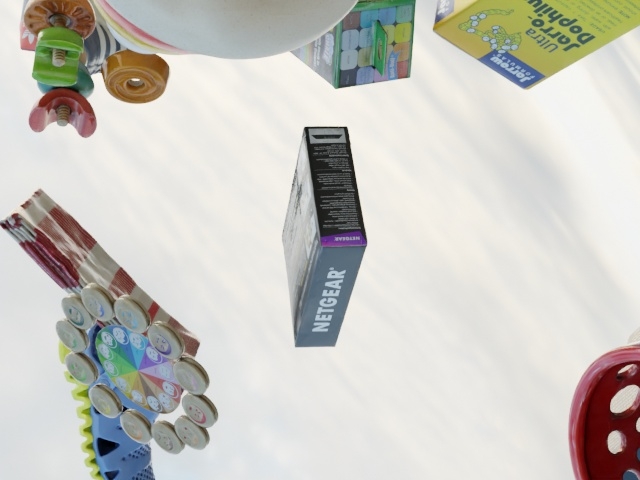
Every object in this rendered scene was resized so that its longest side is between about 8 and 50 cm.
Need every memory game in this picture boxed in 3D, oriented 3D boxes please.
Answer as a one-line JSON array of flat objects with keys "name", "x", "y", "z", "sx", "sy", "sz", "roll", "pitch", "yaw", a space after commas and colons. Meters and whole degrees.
[{"name": "memory game", "x": -0.167, "y": 0.119, "z": 1.101, "sx": 0.186, "sy": 0.186, "sz": 0.012, "roll": 52, "pitch": -132, "yaw": -7}]

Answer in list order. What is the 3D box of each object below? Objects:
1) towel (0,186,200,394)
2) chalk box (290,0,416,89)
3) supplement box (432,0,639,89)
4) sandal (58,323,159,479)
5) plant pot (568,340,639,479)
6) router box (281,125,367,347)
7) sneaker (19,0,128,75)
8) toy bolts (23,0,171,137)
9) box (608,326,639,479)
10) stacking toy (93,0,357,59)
[{"name": "towel", "x": -0.290, "y": 0.062, "z": 1.689, "sx": 0.329, "sy": 0.037, "sz": 0.237, "roll": 46, "pitch": -174, "yaw": -10}, {"name": "chalk box", "x": 0.055, "y": -0.310, "z": 1.807, "sx": 0.132, "sy": 0.132, "sz": 0.213, "roll": -12, "pitch": -146, "yaw": -26}, {"name": "supplement box", "x": 0.348, "y": -0.394, "z": 1.694, "sx": 0.195, "sy": 0.356, "sz": 0.194, "roll": 27, "pitch": -124, "yaw": -27}, {"name": "sandal", "x": -0.307, "y": 0.268, "z": 1.926, "sx": 0.126, "sy": 0.138, "sz": 0.317, "roll": -55, "pitch": -47, "yaw": -70}, {"name": "plant pot", "x": 0.327, "y": 0.168, "z": 1.002, "sx": 0.174, "sy": 0.191, "sz": 0.191, "roll": -5, "pitch": -124, "yaw": -28}, {"name": "router box", "x": 0.000, "y": 0.000, "z": 1.145, "sx": 0.179, "sy": 0.046, "sz": 0.133, "roll": 104, "pitch": 162, "yaw": -55}, {"name": "sneaker", "x": -0.403, "y": -0.315, "z": 2.074, "sx": 0.350, "sy": 0.131, "sz": 0.148, "roll": 33, "pitch": -113, "yaw": -65}, {"name": "toy bolts", "x": -0.343, "y": -0.275, "z": 1.833, "sx": 0.218, "sy": 0.228, "sz": 0.158, "roll": 9, "pitch": -124, "yaw": -20}, {"name": "box", "x": 0.522, "y": 0.241, "z": 1.514, "sx": 0.293, "sy": 0.212, "sz": 0.395, "roll": 41, "pitch": -145, "yaw": 2}, {"name": "stacking toy", "x": -0.165, "y": -0.332, "z": 1.415, "sx": 0.351, "sy": 0.350, "sz": 0.480, "roll": 52, "pitch": 159, "yaw": -8}]
